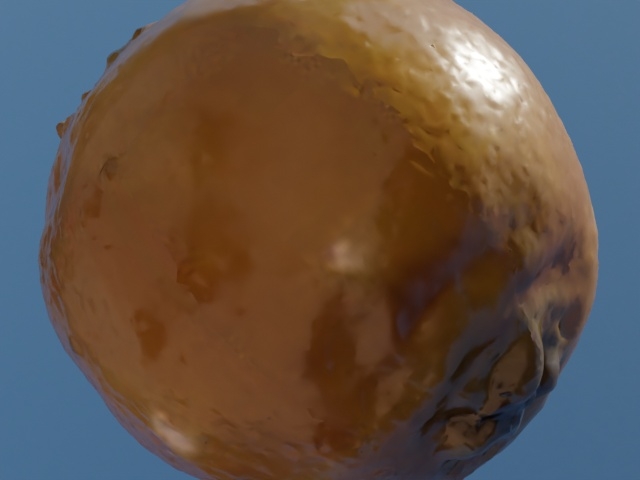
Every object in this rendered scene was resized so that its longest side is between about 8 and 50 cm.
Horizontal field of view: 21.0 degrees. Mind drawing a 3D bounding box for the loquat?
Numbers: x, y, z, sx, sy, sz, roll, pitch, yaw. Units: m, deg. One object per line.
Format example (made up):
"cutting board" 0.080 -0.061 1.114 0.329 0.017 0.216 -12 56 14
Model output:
"loquat" 0.000 0.000 1.013 0.328 0.328 0.329 -9 -104 40
